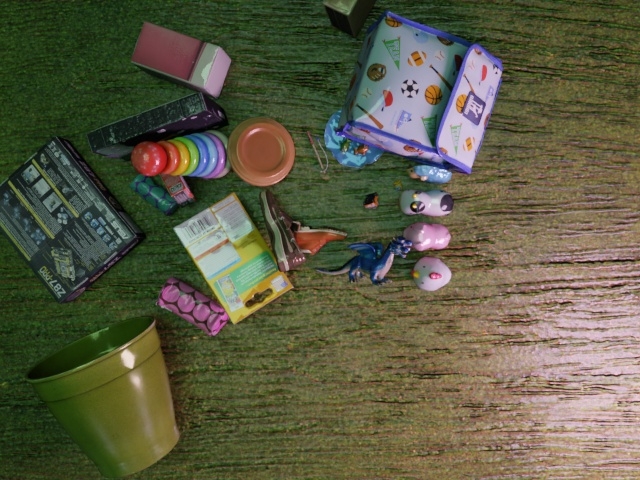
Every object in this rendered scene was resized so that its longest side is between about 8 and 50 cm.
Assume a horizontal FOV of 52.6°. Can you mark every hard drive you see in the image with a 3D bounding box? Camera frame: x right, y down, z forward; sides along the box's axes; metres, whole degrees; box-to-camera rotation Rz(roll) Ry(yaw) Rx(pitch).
[{"bbox_3d":[-0.450,-0.315,1.822,0.339,0.237,0.064,-19,88,7],"label":"hard drive"}]

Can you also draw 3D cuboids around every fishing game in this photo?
[{"bbox_3d":[0.101,-0.300,1.860,0.264,0.041,0.189,-22,86,6],"label":"fishing game"}]

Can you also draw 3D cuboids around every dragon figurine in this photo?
[{"bbox_3d":[0.128,0.046,1.822,0.289,0.085,0.143,6,98,36],"label":"dragon figurine"}]

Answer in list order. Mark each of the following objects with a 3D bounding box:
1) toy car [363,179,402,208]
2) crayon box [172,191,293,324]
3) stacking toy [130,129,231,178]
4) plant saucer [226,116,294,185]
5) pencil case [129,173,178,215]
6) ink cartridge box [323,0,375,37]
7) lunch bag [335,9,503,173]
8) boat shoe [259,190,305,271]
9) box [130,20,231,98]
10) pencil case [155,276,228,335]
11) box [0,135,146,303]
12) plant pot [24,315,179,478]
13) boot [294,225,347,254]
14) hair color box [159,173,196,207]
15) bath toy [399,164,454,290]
[{"bbox_3d":[0.182,-0.122,1.847,0.122,0.060,0.040,-22,120,13],"label":"toy car"},{"bbox_3d":[-0.250,0.053,1.859,0.203,0.083,0.322,-32,87,-10],"label":"crayon box"},{"bbox_3d":[-0.378,-0.226,1.758,0.141,0.330,0.141,5,102,26],"label":"stacking toy"},{"bbox_3d":[-0.166,-0.256,1.850,0.200,0.037,0.199,0,90,-20],"label":"plant saucer"},{"bbox_3d":[-0.487,-0.138,1.915,0.152,0.070,0.064,38,128,3],"label":"pencil case"},{"bbox_3d":[0.106,-0.704,1.775,0.088,0.193,0.234,27,93,7],"label":"ink cartridge box"},{"bbox_3d":[0.281,-0.384,1.743,0.386,0.239,0.327,19,90,-12],"label":"lunch bag"},{"bbox_3d":[-0.103,-0.034,1.842,0.095,0.095,0.257,-16,67,-4],"label":"boat shoe"},{"bbox_3d":[-0.396,-0.515,1.856,0.233,0.148,0.126,20,92,5],"label":"box"},{"bbox_3d":[-0.373,0.197,1.896,0.209,0.095,0.098,29,63,6],"label":"pencil case"},{"bbox_3d":[-0.768,-0.060,1.933,0.318,0.097,0.395,-41,87,4],"label":"box"},{"bbox_3d":[-0.569,0.450,1.817,0.367,0.366,0.352,-20,101,6],"label":"plant pot"},{"bbox_3d":[0.000,0.000,1.870,0.158,0.059,0.084,1,94,15],"label":"boot"},{"bbox_3d":[-0.428,-0.186,1.868,0.053,0.093,0.167,-29,71,-3],"label":"hair color box"},{"bbox_3d":[0.297,-0.030,1.798,0.152,0.129,0.348,-1,91,6],"label":"bath toy"}]
